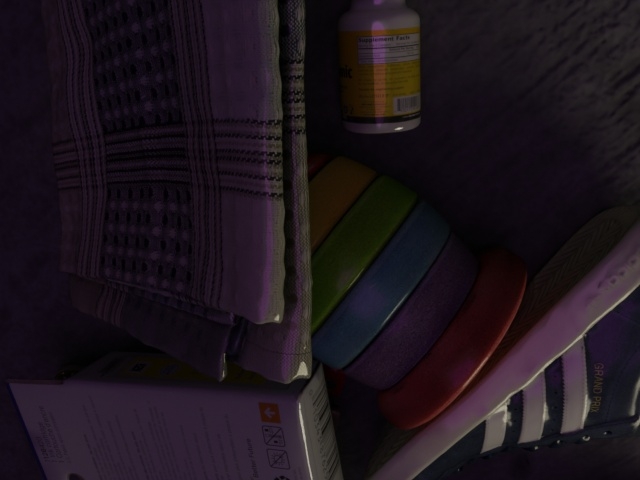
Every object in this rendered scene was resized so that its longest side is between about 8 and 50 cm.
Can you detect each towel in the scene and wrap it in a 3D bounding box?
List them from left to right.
[{"bbox_3d":[-0.125,-0.077,0.450,0.312,0.056,0.324,8,104,44],"label":"towel"}]

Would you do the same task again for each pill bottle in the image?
[{"bbox_3d":[0.046,-0.146,0.503,0.065,0.065,0.116,0,110,9],"label":"pill bottle"}]

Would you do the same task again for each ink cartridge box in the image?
[{"bbox_3d":[-0.122,0.252,0.623,0.307,0.072,0.303,0,113,25],"label":"ink cartridge box"}]

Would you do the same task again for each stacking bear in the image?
[{"bbox_3d":[0.000,0.000,0.519,0.289,0.164,0.175,37,95,3],"label":"stacking bear"}]

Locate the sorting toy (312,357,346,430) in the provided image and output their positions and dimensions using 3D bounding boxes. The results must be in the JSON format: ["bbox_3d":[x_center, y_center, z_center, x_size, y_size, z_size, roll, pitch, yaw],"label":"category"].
[{"bbox_3d":[-0.053,0.190,0.653,0.132,0.046,0.274,14,112,3],"label":"sorting toy"}]

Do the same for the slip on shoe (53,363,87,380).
[{"bbox_3d":[-0.230,0.187,0.680,0.051,0.041,0.135,-38,101,19],"label":"slip on shoe"}]

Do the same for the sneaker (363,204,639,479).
[{"bbox_3d":[0.190,0.138,0.551,0.148,0.131,0.350,42,110,-3],"label":"sneaker"}]
